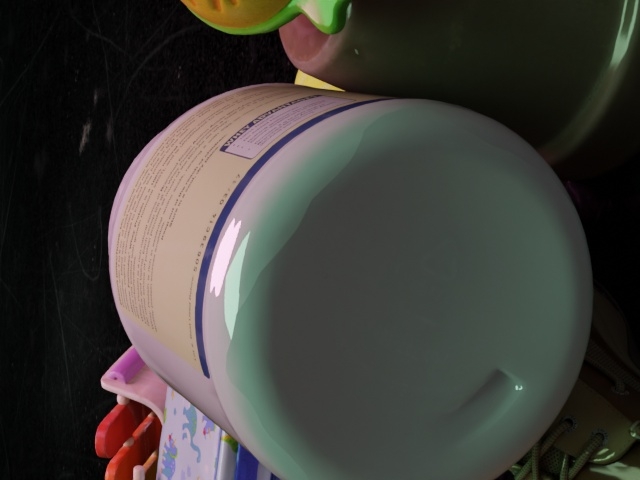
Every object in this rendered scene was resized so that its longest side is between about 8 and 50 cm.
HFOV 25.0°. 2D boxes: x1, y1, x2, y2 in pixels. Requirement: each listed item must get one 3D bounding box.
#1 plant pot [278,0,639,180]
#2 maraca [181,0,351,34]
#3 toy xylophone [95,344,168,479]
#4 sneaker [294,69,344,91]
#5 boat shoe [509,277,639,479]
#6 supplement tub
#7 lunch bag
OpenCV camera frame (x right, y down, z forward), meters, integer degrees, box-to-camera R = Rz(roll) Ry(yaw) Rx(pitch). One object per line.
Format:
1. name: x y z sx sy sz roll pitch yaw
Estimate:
1. plant pot: 0.098 -0.179 1.003 0.263 0.229 0.263 -175 90 -67
2. maraca: -0.034 -0.191 0.908 0.186 0.099 0.127 17 108 40
3. toy xylophone: -0.188 0.280 1.599 0.236 0.081 0.322 -37 -50 -70
4. sneaker: 0.000 0.000 1.296 0.145 0.147 0.384 136 134 -59
5. boat shoe: 0.169 0.129 0.927 0.324 0.120 0.122 -125 44 -55
6. supplement tub: -0.002 0.019 0.927 0.325 0.235 0.235 -159 74 -66
7. lunch bag: -0.097 0.214 1.435 0.176 0.090 0.219 -162 77 -67
